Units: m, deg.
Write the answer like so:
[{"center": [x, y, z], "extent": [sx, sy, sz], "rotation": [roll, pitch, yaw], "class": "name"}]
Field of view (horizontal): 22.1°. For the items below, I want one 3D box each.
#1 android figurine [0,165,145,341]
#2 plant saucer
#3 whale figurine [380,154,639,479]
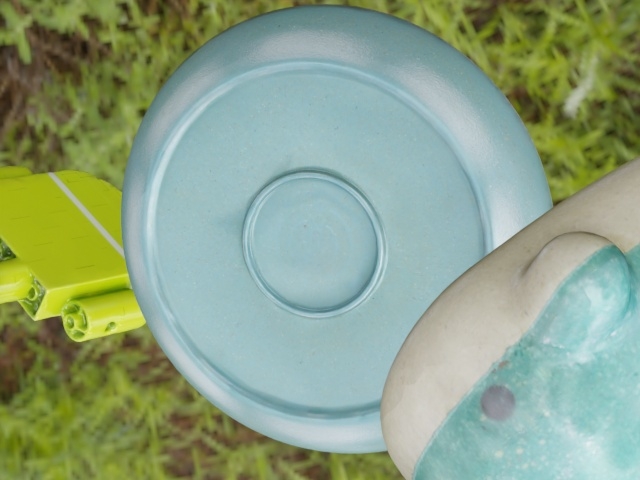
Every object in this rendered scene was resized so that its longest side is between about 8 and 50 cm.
[{"center": [-0.270, 0.003, 1.692], "extent": [0.273, 0.248, 0.056], "rotation": [-12, 139, -51], "class": "android figurine"}, {"center": [0.000, 0.000, 1.122], "extent": [0.317, 0.043, 0.318], "rotation": [4, 104, 19], "class": "plant saucer"}, {"center": [0.158, 0.043, 0.770], "extent": [0.272, 0.141, 0.216], "rotation": [-43, 159, 8], "class": "whale figurine"}]
